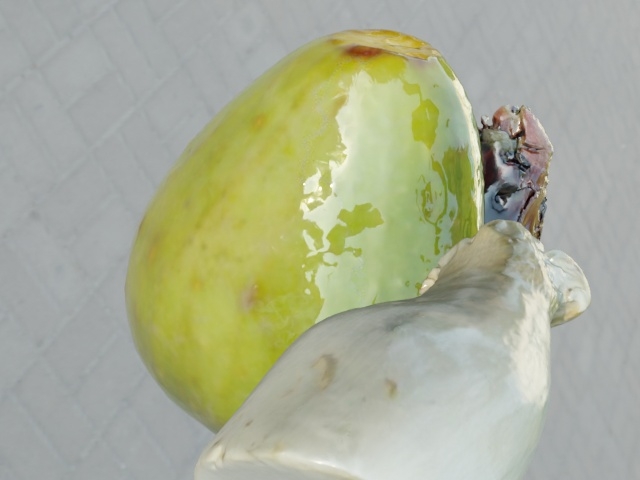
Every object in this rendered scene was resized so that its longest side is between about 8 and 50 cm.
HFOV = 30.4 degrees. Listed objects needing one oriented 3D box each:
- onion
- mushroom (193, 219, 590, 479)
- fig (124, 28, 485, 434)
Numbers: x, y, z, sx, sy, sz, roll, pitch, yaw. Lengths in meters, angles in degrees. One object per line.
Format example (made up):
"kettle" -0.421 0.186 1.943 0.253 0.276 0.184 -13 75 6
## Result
"onion" 0.080 -0.031 1.136 0.281 0.281 0.221 60 40 -21
"mushroom" 0.047 0.049 0.478 0.225 0.116 0.093 -40 121 -44
"fig" 0.000 0.000 0.859 0.258 0.326 0.258 18 32 -12
